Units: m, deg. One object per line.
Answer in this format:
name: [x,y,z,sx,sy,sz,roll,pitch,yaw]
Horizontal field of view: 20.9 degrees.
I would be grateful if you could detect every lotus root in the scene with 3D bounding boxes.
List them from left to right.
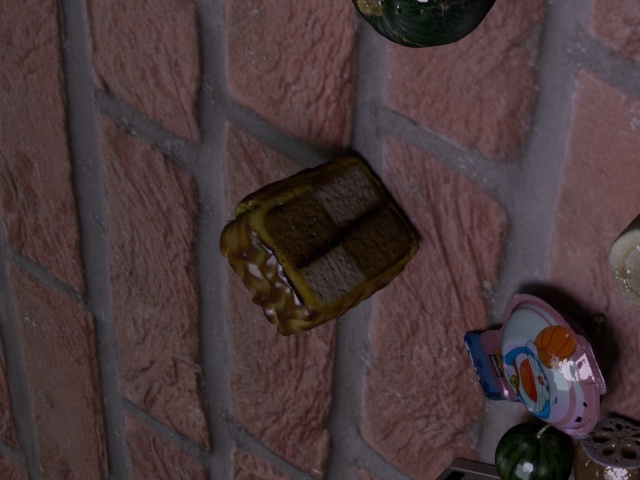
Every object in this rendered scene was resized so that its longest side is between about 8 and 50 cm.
lotus root: [0.357,0.272,2.050,0.122,0.112,0.081,19,130,38]

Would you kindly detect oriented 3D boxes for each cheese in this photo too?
cheese: [0.255,0.150,2.072,0.286,0.074,0.189,-7,104,65]

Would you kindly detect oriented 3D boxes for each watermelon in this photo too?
watermelon: [0.266,0.273,2.168,0.109,0.109,0.109,30,142,26]

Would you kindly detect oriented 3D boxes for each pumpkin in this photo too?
pumpkin: [0.097,-0.281,1.762,0.190,0.146,0.190,28,139,27]

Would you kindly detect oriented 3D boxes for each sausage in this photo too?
sausage: [0.318,0.119,2.030,0.015,0.015,0.100,34,144,21]

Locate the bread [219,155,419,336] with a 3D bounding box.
bread: [0.000,0.000,2.092,0.096,0.222,0.181,-31,89,53]

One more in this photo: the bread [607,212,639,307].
bread: [0.384,0.006,1.727,0.148,0.141,0.134,-12,113,54]

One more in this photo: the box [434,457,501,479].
box: [0.260,0.374,2.313,0.201,0.058,0.141,6,128,47]
